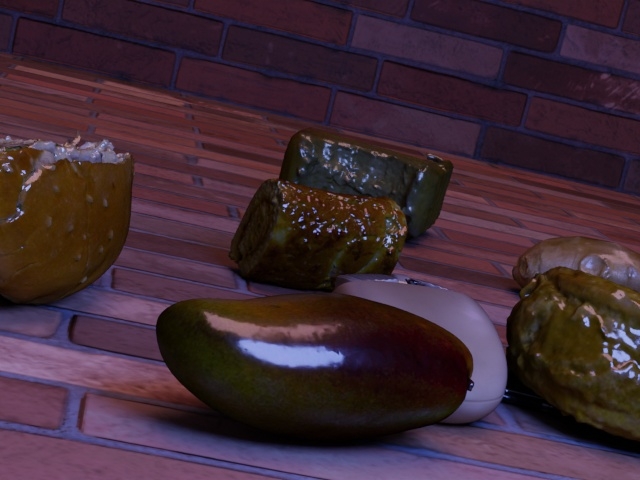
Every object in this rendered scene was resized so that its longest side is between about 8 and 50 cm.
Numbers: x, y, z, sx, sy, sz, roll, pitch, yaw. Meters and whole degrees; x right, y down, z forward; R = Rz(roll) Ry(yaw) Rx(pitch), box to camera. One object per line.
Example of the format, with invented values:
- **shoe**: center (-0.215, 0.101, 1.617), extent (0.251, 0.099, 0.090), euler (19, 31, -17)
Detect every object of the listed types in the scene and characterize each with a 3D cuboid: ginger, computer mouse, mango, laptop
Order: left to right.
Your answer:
- **mango**: center (-0.004, 0.094, 0.998), extent (0.268, 0.111, 0.133), euler (9, 27, -30)
- **computer mouse**: center (0.087, 0.086, 1.188), extent (0.145, 0.081, 0.236), euler (8, 19, -12)
- **laptop**: center (0.139, 0.126, 1.278), extent (0.180, 0.016, 0.129), euler (15, 11, 2)
- **ginger**: center (0.480, 0.070, 1.721), extent (0.363, 0.122, 0.348), euler (18, -2, -35)

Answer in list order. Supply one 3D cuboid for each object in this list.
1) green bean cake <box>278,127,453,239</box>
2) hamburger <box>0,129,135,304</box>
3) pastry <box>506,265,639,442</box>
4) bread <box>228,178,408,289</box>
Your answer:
- **green bean cake**: center (0.070, -0.086, 1.983), extent (0.236, 0.124, 0.233), euler (16, 10, 13)
- **hamburger**: center (-0.255, -0.020, 1.167), extent (0.144, 0.156, 0.283), euler (-2, 3, 23)
- **pastry**: center (0.284, 0.112, 1.235), extent (0.240, 0.132, 0.235), euler (21, 0, -33)
- **bread**: center (0.000, 0.000, 1.476), extent (0.172, 0.132, 0.103), euler (10, 35, -28)
